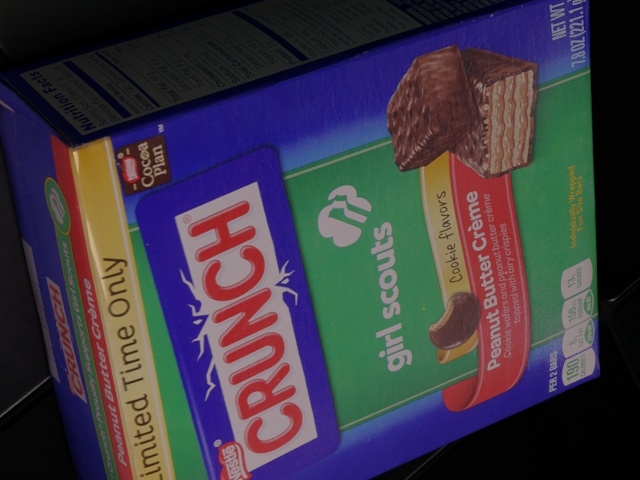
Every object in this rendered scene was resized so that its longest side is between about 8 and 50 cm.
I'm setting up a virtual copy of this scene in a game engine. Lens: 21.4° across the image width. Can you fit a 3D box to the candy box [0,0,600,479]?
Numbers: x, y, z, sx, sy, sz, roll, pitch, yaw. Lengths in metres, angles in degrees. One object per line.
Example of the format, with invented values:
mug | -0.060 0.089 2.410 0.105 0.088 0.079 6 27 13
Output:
candy box | 0.000 0.000 0.965 0.317 0.122 0.268 -20 121 -22
